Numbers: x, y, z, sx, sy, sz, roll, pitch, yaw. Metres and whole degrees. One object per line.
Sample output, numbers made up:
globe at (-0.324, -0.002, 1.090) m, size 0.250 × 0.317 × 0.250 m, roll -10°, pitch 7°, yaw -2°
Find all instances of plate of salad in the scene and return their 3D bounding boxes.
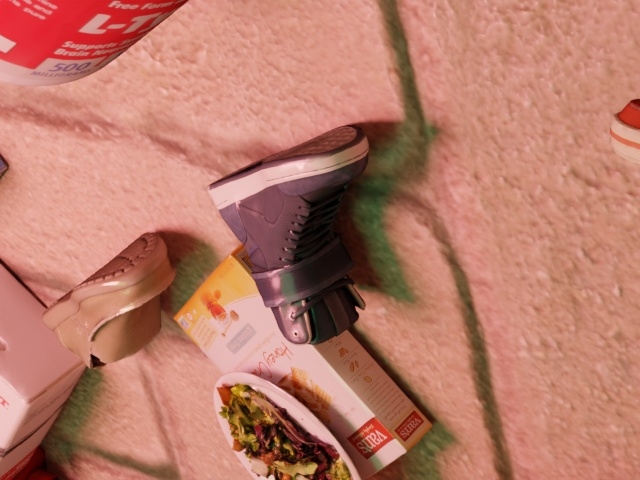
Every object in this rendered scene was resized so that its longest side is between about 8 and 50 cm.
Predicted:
plate of salad at (-0.035, 0.210, 1.583) m, size 0.200 × 0.048 × 0.200 m, roll 33°, pitch 145°, yaw 27°

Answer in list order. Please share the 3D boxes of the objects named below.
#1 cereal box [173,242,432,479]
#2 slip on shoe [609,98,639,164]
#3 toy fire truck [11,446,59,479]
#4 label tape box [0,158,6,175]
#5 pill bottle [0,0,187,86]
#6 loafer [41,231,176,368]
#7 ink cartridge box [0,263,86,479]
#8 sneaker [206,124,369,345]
cereal box at (-0.021, 0.122, 1.565) m, size 0.240 × 0.047 × 0.173 m, roll 48°, pitch 147°, yaw 3°
slip on shoe at (0.303, -0.086, 0.969) m, size 0.331 × 0.123 × 0.101 m, roll -5°, pitch 86°, yaw 56°
toy fire truck at (-0.363, 0.379, 2.068) m, size 0.246 × 0.217 × 0.158 m, roll 21°, pitch 138°, yaw 15°
label tape box at (-0.522, -0.084, 1.867) m, size 0.249 × 0.115 × 0.348 m, roll 51°, pitch 139°, yaw -1°
pill bottle at (-0.143, -0.275, 1.174) m, size 0.229 × 0.229 × 0.408 m, roll 55°, pitch 146°, yaw -7°
loafer at (-0.198, 0.067, 1.680) m, size 0.092 × 0.102 × 0.268 m, roll 52°, pitch 155°, yaw -4°
ink cartridge box at (-0.406, 0.162, 1.949) m, size 0.197 × 0.114 × 0.273 m, roll 44°, pitch 138°, yaw 7°
sneaker at (0.001, -0.001, 1.379) m, size 0.226 × 0.086 × 0.163 m, roll -18°, pitch 97°, yaw 64°
